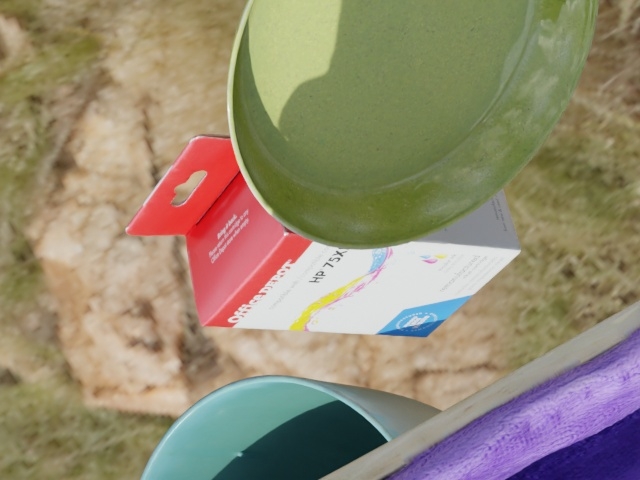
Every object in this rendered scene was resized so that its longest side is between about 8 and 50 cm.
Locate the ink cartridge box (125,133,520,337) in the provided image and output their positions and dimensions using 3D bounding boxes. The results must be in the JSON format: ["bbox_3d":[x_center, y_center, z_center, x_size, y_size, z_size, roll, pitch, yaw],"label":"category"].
[{"bbox_3d":[0.000,0.000,1.151,0.134,0.231,0.078,-48,46,48],"label":"ink cartridge box"}]

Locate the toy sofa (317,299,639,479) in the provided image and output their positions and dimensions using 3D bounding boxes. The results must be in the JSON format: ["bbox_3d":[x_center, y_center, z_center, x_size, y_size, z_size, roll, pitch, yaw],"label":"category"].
[{"bbox_3d":[0.118,0.149,0.856,0.150,0.362,0.177,58,161,13],"label":"toy sofa"}]

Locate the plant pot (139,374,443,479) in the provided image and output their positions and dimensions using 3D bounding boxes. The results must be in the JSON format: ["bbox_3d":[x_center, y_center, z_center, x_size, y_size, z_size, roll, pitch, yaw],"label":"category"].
[{"bbox_3d":[0.034,0.249,1.319,0.293,0.235,0.293,-3,85,36],"label":"plant pot"}]

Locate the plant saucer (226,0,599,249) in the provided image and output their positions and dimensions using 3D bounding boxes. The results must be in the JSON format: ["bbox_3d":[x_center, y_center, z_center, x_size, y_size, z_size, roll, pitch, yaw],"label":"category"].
[{"bbox_3d":[0.047,-0.109,0.929,0.037,0.241,0.241,43,131,46],"label":"plant saucer"}]
